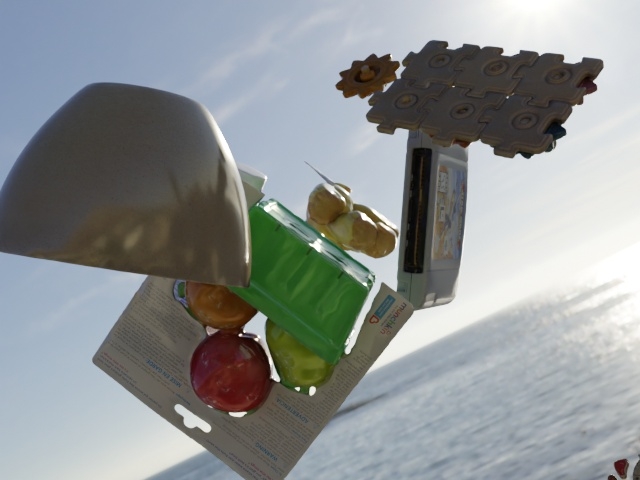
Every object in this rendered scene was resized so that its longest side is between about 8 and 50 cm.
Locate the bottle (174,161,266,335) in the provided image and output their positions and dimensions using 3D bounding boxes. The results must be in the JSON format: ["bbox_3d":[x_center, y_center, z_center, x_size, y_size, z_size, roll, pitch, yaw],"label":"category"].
[{"bbox_3d":[-0.164,0.020,1.367,0.092,0.118,0.283,11,-74,-45],"label":"bottle"}]

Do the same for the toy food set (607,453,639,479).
[{"bbox_3d":[0.503,0.407,1.492,0.078,0.019,0.122,-14,42,30],"label":"toy food set"}]

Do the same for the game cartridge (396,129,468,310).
[{"bbox_3d":[0.179,-0.043,1.410,0.062,0.297,0.198,5,2,28],"label":"game cartridge"}]

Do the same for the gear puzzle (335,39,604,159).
[{"bbox_3d":[0.152,-0.169,1.086,0.338,0.044,0.175,17,56,37],"label":"gear puzzle"}]

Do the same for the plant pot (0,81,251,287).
[{"bbox_3d":[-0.202,-0.063,0.981,0.284,0.191,0.284,9,-3,0],"label":"plant pot"}]

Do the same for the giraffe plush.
[{"bbox_3d":[0.000,0.000,1.456,0.170,0.210,0.181,-55,-34,12],"label":"giraffe plush"}]

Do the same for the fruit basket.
[{"bbox_3d":[-0.098,0.130,1.257,0.353,0.327,0.165,-55,-3,19],"label":"fruit basket"}]
